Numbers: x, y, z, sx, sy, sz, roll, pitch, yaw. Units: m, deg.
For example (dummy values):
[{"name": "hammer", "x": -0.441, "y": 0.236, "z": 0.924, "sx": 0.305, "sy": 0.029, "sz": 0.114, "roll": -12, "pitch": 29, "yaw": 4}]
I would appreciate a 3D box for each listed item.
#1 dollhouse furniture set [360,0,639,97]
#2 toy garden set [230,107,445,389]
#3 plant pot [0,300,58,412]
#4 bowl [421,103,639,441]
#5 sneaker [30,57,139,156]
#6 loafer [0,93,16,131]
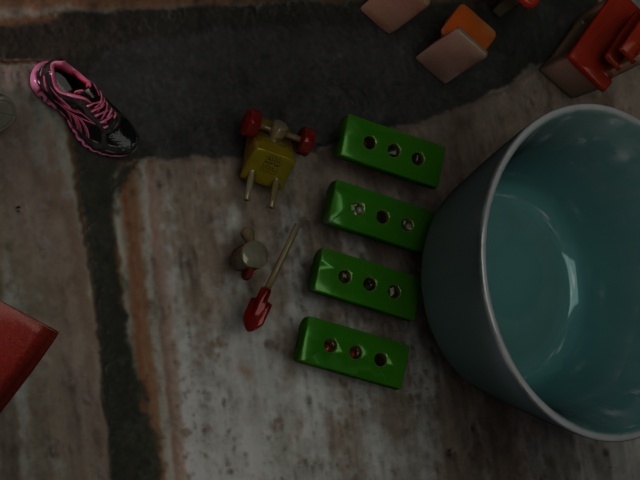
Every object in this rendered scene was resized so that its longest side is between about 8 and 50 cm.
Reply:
[{"name": "dollhouse furniture set", "x": 0.216, "y": -0.271, "z": 1.825, "sx": 0.259, "sy": 0.135, "sz": 0.262, "roll": 41, "pitch": 67, "yaw": -10}, {"name": "toy garden set", "x": 0.000, "y": 0.000, "z": 1.732, "sx": 0.204, "sy": 0.049, "sz": 0.244, "roll": 17, "pitch": 74, "yaw": -20}, {"name": "plant pot", "x": -0.395, "y": 0.106, "z": 1.443, "sx": 0.267, "sy": 0.267, "sz": 0.236, "roll": 29, "pitch": 82, "yaw": -14}, {"name": "bowl", "x": 0.216, "y": 0.035, "z": 1.726, "sx": 0.311, "sy": 0.163, "sz": 0.311, "roll": 5, "pitch": 81, "yaw": -36}, {"name": "sneaker", "x": -0.211, "y": -0.123, "z": 1.663, "sx": 0.119, "sy": 0.057, "sz": 0.047, "roll": 40, "pitch": 66, "yaw": -11}, {"name": "loafer", "x": -0.334, "y": -0.101, "z": 1.624, "sx": 0.125, "sy": 0.039, "sz": 0.045, "roll": -22, "pitch": 121, "yaw": -22}]
